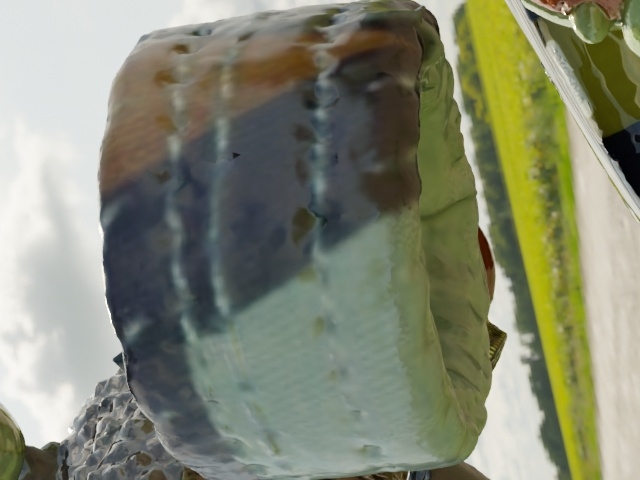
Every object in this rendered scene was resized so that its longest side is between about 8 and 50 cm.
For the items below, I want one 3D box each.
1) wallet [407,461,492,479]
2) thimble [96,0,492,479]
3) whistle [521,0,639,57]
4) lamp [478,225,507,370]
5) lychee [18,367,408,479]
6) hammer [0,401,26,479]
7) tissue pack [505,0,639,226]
[{"bbox_3d":[0.151,0.277,0.828,0.321,0.044,0.170,40,-126,-39],"label":"wallet"},{"bbox_3d":[0.000,0.000,0.564,0.237,0.150,0.237,-6,-90,-75],"label":"thimble"},{"bbox_3d":[0.209,-0.207,0.850,0.131,0.288,0.106,-60,-17,-4],"label":"whistle"},{"bbox_3d":[0.045,0.061,0.930,0.223,0.197,0.223,-58,-14,-22],"label":"lamp"},{"bbox_3d":[-0.091,0.287,1.080,0.380,0.432,0.380,-159,90,-80],"label":"lychee"},{"bbox_3d":[-0.271,0.156,0.568,0.201,0.113,0.305,-66,-16,-2],"label":"hammer"},{"bbox_3d":[0.331,-0.211,1.106,0.416,0.253,0.264,59,-167,-1],"label":"tissue pack"}]
